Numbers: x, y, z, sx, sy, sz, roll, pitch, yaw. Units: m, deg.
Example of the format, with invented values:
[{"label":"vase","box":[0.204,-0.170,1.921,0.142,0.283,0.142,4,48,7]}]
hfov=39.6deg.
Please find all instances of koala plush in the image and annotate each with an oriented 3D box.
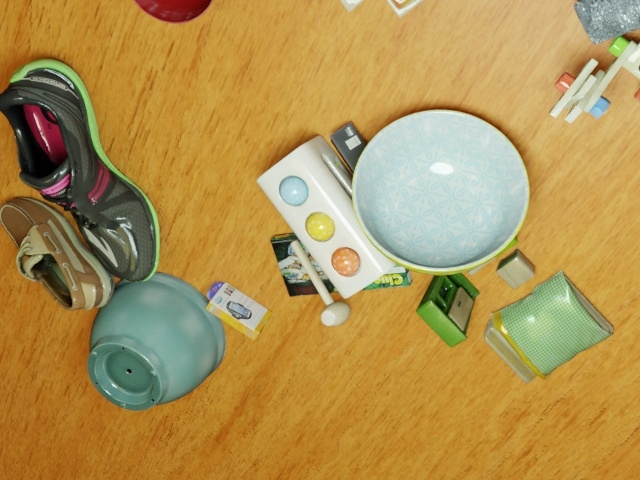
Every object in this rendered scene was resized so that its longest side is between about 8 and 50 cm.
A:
[{"label":"koala plush","box":[0.428,-0.412,1.261,0.196,0.203,0.221,-19,98,28]}]

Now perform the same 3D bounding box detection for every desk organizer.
[{"label":"desk organizer","box":[0.070,-0.144,1.611,0.047,0.050,0.130,-33,87,-2]}]

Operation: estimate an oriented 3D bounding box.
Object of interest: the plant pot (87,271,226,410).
[{"label":"plant pot","box":[-0.376,0.239,1.905,0.293,0.196,0.293,9,120,16]}]

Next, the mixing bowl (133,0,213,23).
[{"label":"mixing bowl","box":[-0.239,-0.471,1.515,0.181,0.098,0.181,9,121,16]}]

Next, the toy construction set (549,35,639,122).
[{"label":"toy construction set","box":[0.520,-0.200,1.366,0.328,0.151,0.215,28,125,-10]}]

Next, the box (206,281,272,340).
[{"label":"box","box":[-0.174,0.142,1.844,0.136,0.081,0.028,32,124,2]}]

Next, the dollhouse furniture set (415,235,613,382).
[{"label":"dollhouse furniture set","box":[0.357,0.146,1.606,0.301,0.151,0.197,45,123,-8]}]

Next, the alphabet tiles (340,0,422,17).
[{"label":"alphabet tiles","box":[0.126,-0.521,1.347,0.343,0.011,0.285,-35,106,17]}]

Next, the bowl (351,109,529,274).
[{"label":"bowl","box":[0.203,-0.061,1.526,0.290,0.289,0.156,17,164,11]}]

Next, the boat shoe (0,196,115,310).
[{"label":"boat shoe","box":[-0.574,0.028,1.869,0.324,0.120,0.122,39,123,19]}]

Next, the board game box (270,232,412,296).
[{"label":"board game box","box":[0.040,0.038,1.739,0.260,0.030,0.136,-6,113,23]}]

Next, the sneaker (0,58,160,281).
[{"label":"sneaker","box":[-0.487,-0.110,1.747,0.185,0.202,0.482,-18,110,29]}]

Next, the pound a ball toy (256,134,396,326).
[{"label":"pound a ball toy","box":[0.000,0.000,1.638,0.208,0.136,0.319,-34,94,28]}]
